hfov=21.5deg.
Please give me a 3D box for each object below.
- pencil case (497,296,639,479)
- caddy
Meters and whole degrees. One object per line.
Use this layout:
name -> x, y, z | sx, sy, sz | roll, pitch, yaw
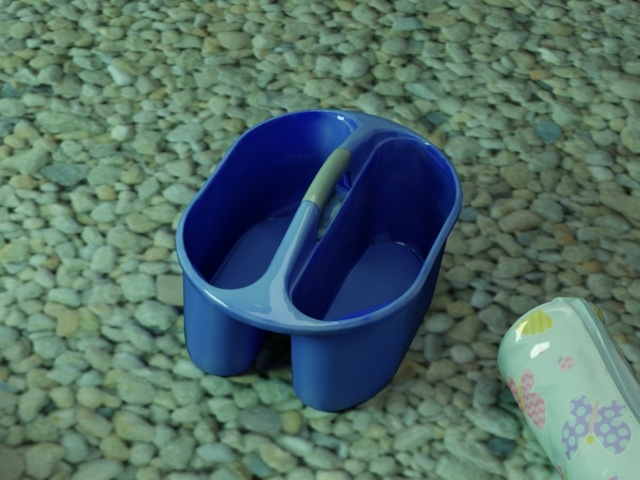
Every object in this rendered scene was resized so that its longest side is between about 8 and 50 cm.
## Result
pencil case -> 0.258, 0.175, 1.514 | 0.113, 0.124, 0.273 | -9, 42, -17
caddy -> 0.000, 0.000, 1.641 | 0.241, 0.179, 0.341 | 16, 41, 13
